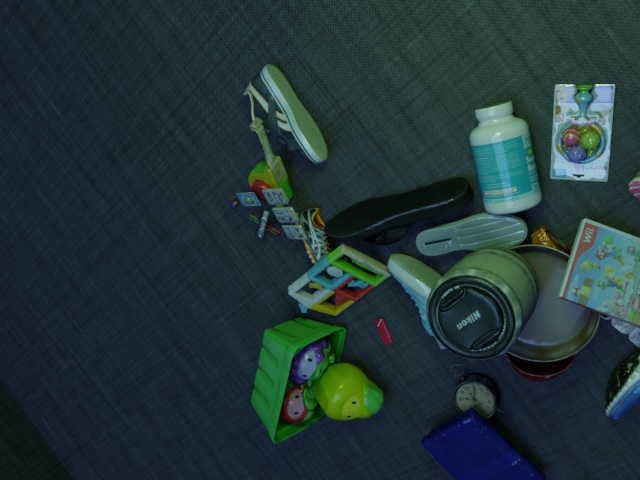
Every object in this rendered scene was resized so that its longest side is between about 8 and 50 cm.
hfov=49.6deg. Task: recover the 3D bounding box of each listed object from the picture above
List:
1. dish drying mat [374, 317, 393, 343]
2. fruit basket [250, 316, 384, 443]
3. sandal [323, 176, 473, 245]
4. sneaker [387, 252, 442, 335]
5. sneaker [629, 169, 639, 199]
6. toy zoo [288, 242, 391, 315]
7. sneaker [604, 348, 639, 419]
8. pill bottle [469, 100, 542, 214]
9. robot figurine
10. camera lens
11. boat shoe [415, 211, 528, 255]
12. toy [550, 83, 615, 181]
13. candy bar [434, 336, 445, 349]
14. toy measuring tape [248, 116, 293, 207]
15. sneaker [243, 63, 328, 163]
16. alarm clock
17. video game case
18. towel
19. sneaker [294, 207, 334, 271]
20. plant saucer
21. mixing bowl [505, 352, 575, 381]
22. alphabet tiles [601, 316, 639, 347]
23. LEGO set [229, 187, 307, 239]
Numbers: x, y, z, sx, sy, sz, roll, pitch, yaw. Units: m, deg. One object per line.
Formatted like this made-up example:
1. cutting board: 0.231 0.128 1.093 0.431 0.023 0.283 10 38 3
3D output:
1. dish drying mat: 0.191 0.276 2.104 0.032 0.008 0.083 -17 99 29
2. fruit basket: -0.005 0.453 2.134 0.392 0.283 0.392 13 109 41
3. sandal: 0.209 -0.052 1.900 0.445 0.167 0.107 -13 119 30
4. sneaker: 0.314 0.191 1.939 0.366 0.135 0.150 39 115 10
5. sneaker: 0.800 -0.108 1.637 0.170 0.075 0.063 38 149 -13
6. toy zoo: 0.040 0.132 2.048 0.192 0.030 0.293 27 129 -31
7. sneaker: 0.837 0.354 1.737 0.147 0.130 0.330 32 128 6
8. pill bottle: 0.456 -0.207 1.723 0.146 0.146 0.264 -9 104 29
9. robot figurine: 0.608 0.116 1.790 0.211 0.085 0.291 -37 86 32
10. camera lens: 0.391 0.144 1.649 0.219 0.274 0.219 8 108 27
11. boat shoe: 0.401 -0.025 1.841 0.302 0.094 0.109 -6 108 30
12. toy: 0.628 -0.255 1.674 0.137 0.056 0.237 6 110 26
13. candy bar: 0.333 0.249 2.018 0.040 0.018 0.161 -25 95 32
14. toy measuring tape: -0.172 -0.219 2.009 0.121 0.121 0.330 5 140 25
15. sneaker: -0.101 -0.335 1.971 0.127 0.126 0.321 -35 79 27
16. alarm clock: 0.440 0.436 2.003 0.129 0.064 0.192 -34 94 31
17. video game case: 0.728 0.090 1.642 0.285 0.025 0.204 20 81 3
18. towel: 0.473 0.632 2.023 0.308 0.076 0.227 43 124 -6
19. sneaker: 0.000 0.000 2.062 0.083 0.084 0.215 -30 92 26
20. plant saucer: 0.547 0.155 1.756 0.310 0.050 0.311 8 108 25
21. mixing bowl: 0.578 0.306 1.847 0.181 0.181 0.098 14 144 22
22. alphabet tiles: 0.836 0.134 1.727 0.284 0.021 0.278 41 120 9
23. LEGO set: -0.156 -0.085 2.062 0.244 0.060 0.182 0 130 40
